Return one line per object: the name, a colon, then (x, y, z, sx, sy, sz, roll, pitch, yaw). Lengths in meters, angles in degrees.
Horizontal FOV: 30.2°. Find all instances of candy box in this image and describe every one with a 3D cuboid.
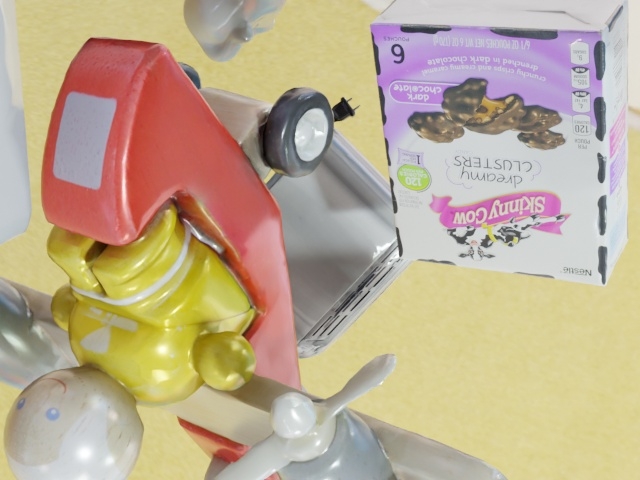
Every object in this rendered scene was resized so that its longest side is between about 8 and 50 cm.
candy box: (0.133, -0.074, 0.854, 0.070, 0.165, 0.196, -50, 139, -49)

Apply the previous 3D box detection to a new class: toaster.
toaster: (0.000, 0.000, 1.072, 0.146, 0.129, 0.227, 43, 94, 5)

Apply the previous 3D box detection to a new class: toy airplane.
toy airplane: (-0.102, 0.096, 0.820, 0.384, 0.386, 0.272, 49, 50, 0)

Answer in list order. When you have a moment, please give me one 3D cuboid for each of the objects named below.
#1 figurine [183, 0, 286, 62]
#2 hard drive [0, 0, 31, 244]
figurine: (-0.070, -0.285, 1.040, 0.092, 0.209, 0.214, -12, 87, -21)
hard drive: (-0.177, -0.085, 0.485, 0.040, 0.307, 0.203, -3, 97, -2)
